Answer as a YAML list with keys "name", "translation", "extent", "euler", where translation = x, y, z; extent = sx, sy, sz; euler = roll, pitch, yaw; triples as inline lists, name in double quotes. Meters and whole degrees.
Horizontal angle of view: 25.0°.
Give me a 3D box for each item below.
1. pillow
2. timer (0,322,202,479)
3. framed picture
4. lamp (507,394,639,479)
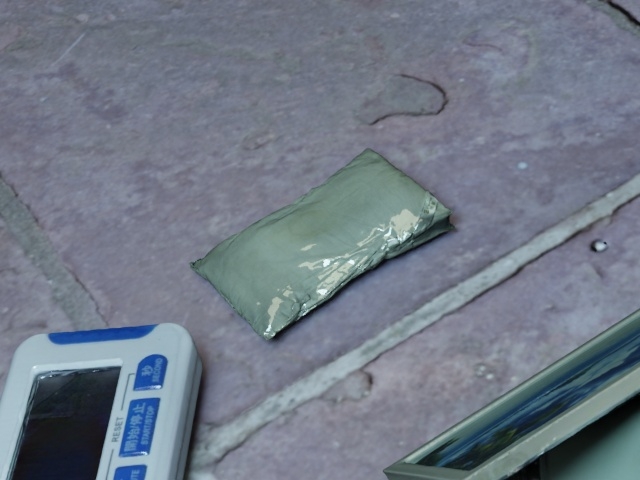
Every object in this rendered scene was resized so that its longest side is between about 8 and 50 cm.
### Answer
- name: "pillow"
  translation: [0.000, 0.000, 1.410]
  extent: [0.230, 0.050, 0.148]
  euler: [-31, 41, -15]
- name: "timer"
  translation: [-0.202, 0.189, 1.264]
  extent: [0.178, 0.078, 0.253]
  euler: [-6, 45, 13]
- name: "framed picture"
  translation: [0.211, 0.114, 1.151]
  extent: [0.315, 0.232, 0.024]
  euler: [-29, 90, -14]
- name: "lamp"
  translation: [0.292, 0.160, 1.118]
  extent: [0.314, 0.182, 0.182]
  euler: [0, 43, 46]
